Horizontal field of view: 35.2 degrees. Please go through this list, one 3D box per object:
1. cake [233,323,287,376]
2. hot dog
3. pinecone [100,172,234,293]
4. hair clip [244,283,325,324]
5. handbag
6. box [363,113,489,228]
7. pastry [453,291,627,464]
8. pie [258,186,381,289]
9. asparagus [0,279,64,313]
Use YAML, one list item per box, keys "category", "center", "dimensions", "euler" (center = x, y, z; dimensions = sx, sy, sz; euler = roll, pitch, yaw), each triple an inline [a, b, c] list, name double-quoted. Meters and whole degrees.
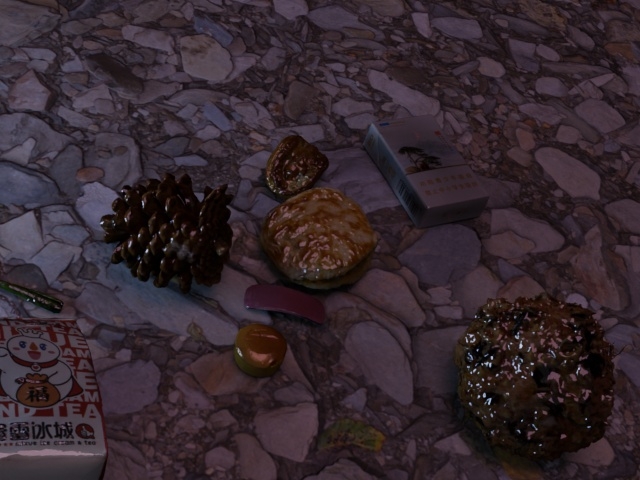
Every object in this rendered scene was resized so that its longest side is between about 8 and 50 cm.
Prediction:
- category: "cake"
  center: [-0.093, 0.169, 1.557]
  dimensions: [0.084, 0.044, 0.084]
  euler: [10, 44, -10]
- category: "hot dog"
  center: [-0.044, -0.136, 1.845]
  dimensions: [0.099, 0.065, 0.147]
  euler: [38, 45, 3]
- category: "pinecone"
  center: [-0.242, -0.017, 1.582]
  dimensions: [0.212, 0.168, 0.186]
  euler: [13, 87, -2]
- category: "hair clip"
  center: [-0.056, 0.103, 1.647]
  dimensions: [0.137, 0.022, 0.054]
  euler: [14, 42, -7]
- category: "handbag"
  center: [-0.385, 0.216, 1.344]
  dimensions: [0.171, 0.151, 0.298]
  euler: [3, 41, -23]
- category: "box"
  center: [0.200, -0.137, 1.934]
  dimensions: [0.149, 0.067, 0.233]
  euler: [-9, 53, -30]
- category: "pastry"
  center: [0.337, 0.212, 1.586]
  dimensions: [0.275, 0.275, 0.193]
  euler: [40, 6, 17]
- category: "pie"
  center: [0.000, 0.000, 1.719]
  dimensions: [0.205, 0.084, 0.179]
  euler: [-31, 63, -36]
- category: "asparagus"
  center: [-0.498, 0.059, 1.524]
  dimensions: [0.233, 0.022, 0.023]
  euler: [23, 89, -2]
